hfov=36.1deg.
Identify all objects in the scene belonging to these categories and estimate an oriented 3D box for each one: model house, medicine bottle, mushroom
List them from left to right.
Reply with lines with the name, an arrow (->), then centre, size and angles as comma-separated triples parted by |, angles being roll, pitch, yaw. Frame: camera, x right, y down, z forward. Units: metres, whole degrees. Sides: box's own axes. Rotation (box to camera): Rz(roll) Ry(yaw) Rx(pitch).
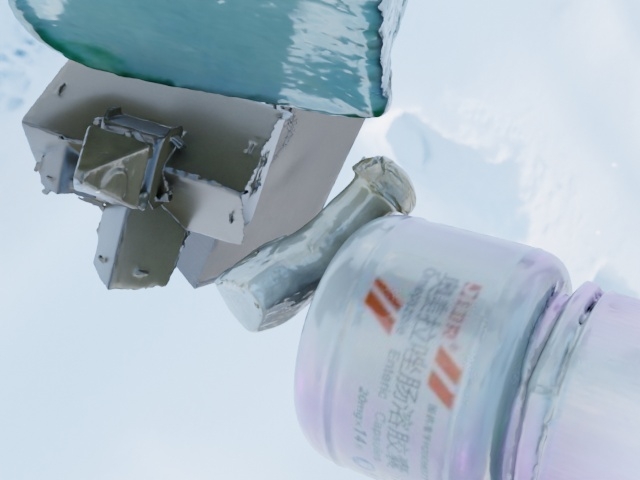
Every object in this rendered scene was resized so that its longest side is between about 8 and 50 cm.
model house -> -0.144, -0.043, 0.750 | 0.248, 0.180, 0.176 | -46, 154, -77
model house -> -0.056, -0.251, 0.667 | 0.230, 0.280, 0.249 | 79, 24, -76
mushroom -> 0.002, 0.002, 0.973 | 0.223, 0.081, 0.092 | -37, 144, -12
medicine bottle -> 0.156, 0.121, 0.860 | 0.241, 0.302, 0.241 | -43, 141, -49

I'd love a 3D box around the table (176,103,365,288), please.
table -> -0.111, -0.138, 1.230 | 0.196, 0.250, 0.282 | -15, 142, -43
